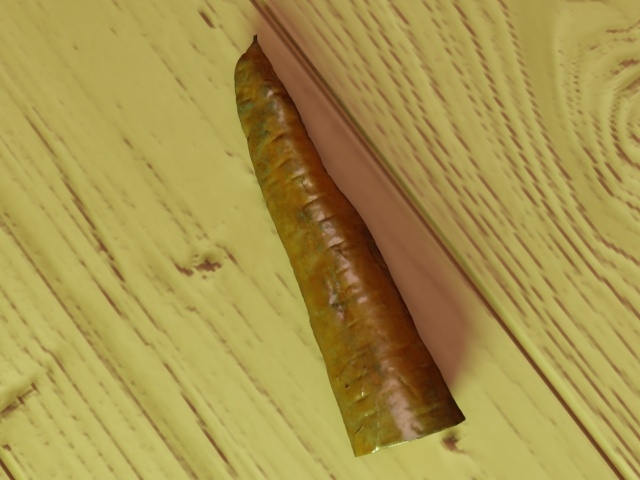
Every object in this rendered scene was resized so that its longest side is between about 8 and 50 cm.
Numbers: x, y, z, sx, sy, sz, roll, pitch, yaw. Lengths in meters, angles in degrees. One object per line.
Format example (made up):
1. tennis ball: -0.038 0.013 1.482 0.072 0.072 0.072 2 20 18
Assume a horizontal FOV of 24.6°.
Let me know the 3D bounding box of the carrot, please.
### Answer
1. carrot: 0.000 0.000 0.734 0.057 0.057 0.224 -25 79 3
